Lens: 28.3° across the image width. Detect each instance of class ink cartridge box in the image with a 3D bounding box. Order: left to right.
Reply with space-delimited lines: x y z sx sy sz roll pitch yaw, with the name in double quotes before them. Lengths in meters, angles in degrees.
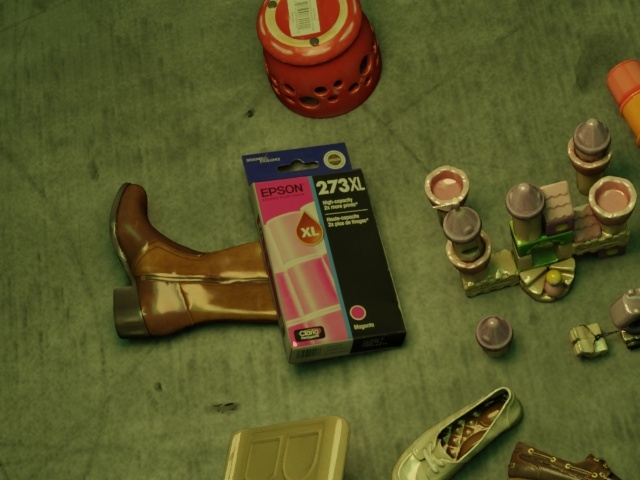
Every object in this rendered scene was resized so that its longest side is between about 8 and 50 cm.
"ink cartridge box" 0.000 0.000 1.926 0.175 0.069 0.371 -8 60 -12

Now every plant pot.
"plant pot" -0.003 -0.319 2.041 0.191 0.174 0.191 -3 64 7

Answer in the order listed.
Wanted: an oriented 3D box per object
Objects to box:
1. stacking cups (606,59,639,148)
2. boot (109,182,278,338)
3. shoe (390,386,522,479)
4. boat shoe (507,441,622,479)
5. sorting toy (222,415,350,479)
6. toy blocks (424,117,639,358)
"stacking cups" 0.530 -0.141 1.894 0.096 0.096 0.316 -21 62 1
"boot" -0.181 0.015 1.961 0.280 0.096 0.264 -8 59 5
"shoe" 0.187 0.278 1.779 0.219 0.058 0.076 -36 63 -7
"boat shoe" 0.356 0.322 1.716 0.207 0.073 0.073 12 70 16
"sorting toy" -0.062 0.399 1.738 0.229 0.041 0.307 -14 57 44
"toy blocks" 0.313 -0.009 1.779 0.288 0.260 0.309 -15 63 4
